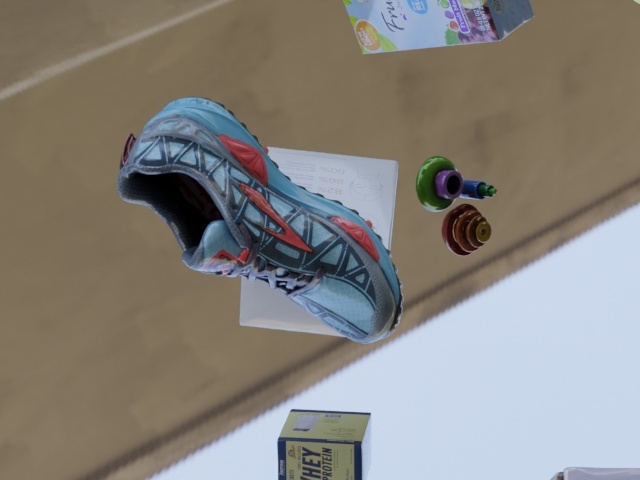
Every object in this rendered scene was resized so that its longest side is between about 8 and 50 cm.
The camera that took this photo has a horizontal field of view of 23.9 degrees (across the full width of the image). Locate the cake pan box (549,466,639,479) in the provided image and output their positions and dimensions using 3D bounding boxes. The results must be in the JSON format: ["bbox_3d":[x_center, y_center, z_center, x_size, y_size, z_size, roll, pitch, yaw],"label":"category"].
[{"bbox_3d":[0.086,0.238,0.516,0.070,0.245,0.266,2,-119,-8],"label":"cake pan box"}]

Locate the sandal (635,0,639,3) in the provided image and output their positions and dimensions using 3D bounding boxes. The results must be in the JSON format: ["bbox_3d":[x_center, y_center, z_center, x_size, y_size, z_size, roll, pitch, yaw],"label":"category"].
[{"bbox_3d":[0.236,-0.308,1.054,0.317,0.138,0.126,67,-149,-25],"label":"sandal"}]

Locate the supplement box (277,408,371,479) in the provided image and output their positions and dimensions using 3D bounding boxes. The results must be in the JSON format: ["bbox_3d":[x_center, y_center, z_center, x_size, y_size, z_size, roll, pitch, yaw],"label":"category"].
[{"bbox_3d":[0.005,0.205,1.465,0.083,0.083,0.056,1,-75,8],"label":"supplement box"}]

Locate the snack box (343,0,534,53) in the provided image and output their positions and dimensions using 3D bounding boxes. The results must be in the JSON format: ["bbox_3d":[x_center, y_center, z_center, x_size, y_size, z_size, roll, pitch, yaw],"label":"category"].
[{"bbox_3d":[0.104,-0.291,1.585,0.070,0.207,0.174,-36,-67,-33],"label":"snack box"}]

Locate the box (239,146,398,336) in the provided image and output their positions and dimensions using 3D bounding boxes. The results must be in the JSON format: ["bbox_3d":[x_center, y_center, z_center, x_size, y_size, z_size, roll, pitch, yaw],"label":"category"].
[{"bbox_3d":[0.000,0.000,1.389,0.130,0.170,0.091,7,-55,2],"label":"box"}]

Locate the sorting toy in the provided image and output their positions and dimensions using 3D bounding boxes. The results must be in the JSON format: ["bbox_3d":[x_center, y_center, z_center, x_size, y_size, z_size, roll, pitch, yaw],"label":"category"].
[{"bbox_3d":[0.132,-0.034,1.382,0.061,0.042,0.102,-44,-60,-28],"label":"sorting toy"}]

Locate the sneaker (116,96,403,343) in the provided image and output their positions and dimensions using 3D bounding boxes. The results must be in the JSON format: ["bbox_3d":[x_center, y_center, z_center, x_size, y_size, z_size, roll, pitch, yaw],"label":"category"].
[{"bbox_3d":[-0.056,0.006,1.208,0.262,0.104,0.125,39,-138,6],"label":"sneaker"}]
